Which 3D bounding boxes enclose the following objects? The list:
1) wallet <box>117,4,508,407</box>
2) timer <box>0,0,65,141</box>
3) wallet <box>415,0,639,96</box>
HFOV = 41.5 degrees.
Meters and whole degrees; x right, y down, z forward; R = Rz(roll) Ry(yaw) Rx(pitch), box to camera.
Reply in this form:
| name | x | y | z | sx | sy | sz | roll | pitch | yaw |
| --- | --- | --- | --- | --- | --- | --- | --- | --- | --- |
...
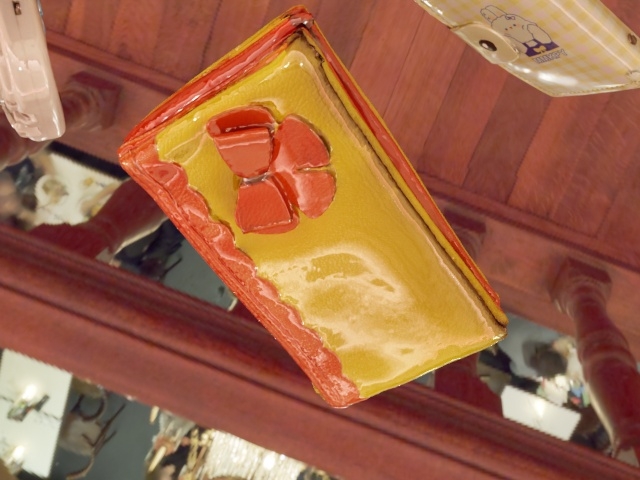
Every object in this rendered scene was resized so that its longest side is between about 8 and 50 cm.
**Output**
| name | x | y | z | sx | sy | sz | roll | pitch | yaw |
| --- | --- | --- | --- | --- | --- | --- | --- | --- | --- |
| wallet | 0.000 | 0.000 | 0.508 | 0.141 | 0.067 | 0.241 | -30 | 118 | 17 |
| timer | -0.437 | -0.277 | 1.226 | 0.087 | 0.262 | 0.237 | -13 | 80 | -14 |
| wallet | 0.259 | -0.293 | 1.089 | 0.309 | 0.223 | 0.077 | 34 | 74 | -21 |
